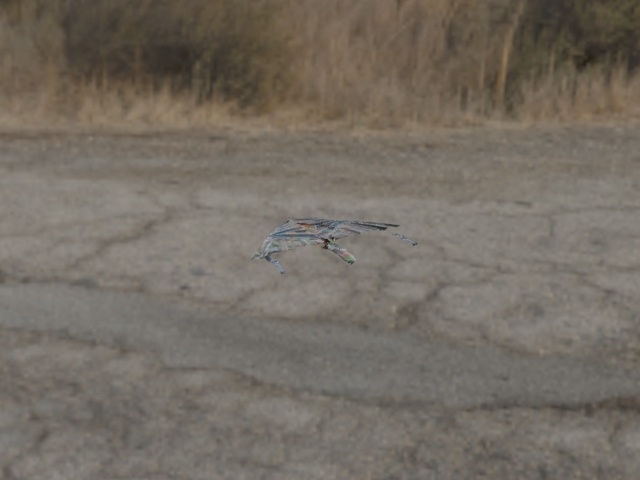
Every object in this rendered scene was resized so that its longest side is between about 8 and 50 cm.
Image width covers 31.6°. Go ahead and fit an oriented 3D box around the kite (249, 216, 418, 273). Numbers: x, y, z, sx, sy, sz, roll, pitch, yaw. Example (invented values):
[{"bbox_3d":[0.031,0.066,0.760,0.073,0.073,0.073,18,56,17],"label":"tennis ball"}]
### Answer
[{"bbox_3d":[0.000,0.000,1.219,0.183,0.010,0.160,-12,22,-24],"label":"kite"}]
